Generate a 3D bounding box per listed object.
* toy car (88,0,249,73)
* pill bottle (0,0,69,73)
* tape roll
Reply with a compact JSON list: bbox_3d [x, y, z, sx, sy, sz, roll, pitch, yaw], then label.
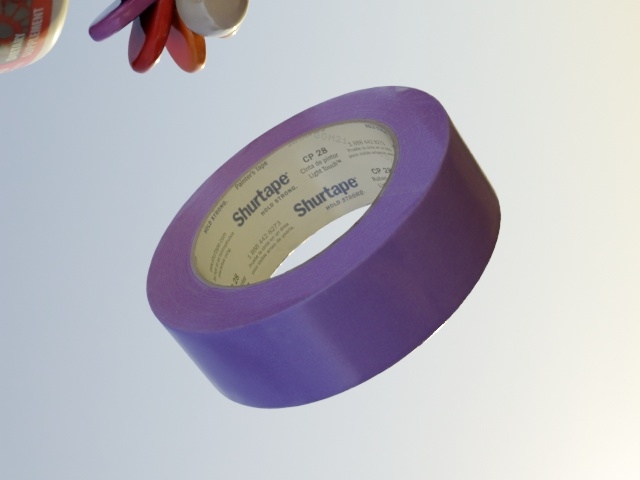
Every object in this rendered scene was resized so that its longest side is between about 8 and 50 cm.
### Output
[{"bbox_3d":[-0.171,-0.240,1.367,0.182,0.136,0.159,41,168,-21],"label":"toy car"},{"bbox_3d":[-0.383,-0.189,0.986,0.362,0.210,0.210,-22,-81,-35],"label":"pill bottle"},{"bbox_3d":[0.000,0.000,1.080,0.090,0.274,0.275,53,-154,-30],"label":"tape roll"}]
